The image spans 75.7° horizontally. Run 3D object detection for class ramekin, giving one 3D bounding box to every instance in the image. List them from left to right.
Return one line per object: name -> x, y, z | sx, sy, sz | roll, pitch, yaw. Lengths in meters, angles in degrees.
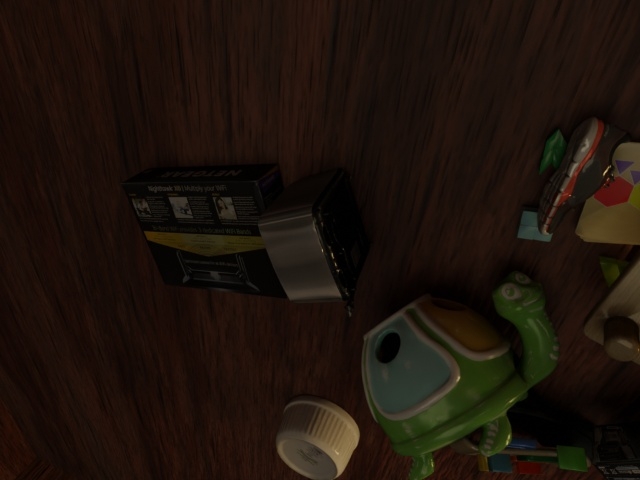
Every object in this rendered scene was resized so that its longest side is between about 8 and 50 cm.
ramekin -> -0.015, 0.503, 1.038 | 0.206, 0.109, 0.207 | 12, 125, 18

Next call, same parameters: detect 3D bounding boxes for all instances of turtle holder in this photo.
turtle holder -> 0.202, 0.201, 0.660 | 0.228, 0.243, 0.320 | 57, 144, 17

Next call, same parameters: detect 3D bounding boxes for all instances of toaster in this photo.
toaster -> 0.000, 0.000, 0.657 | 0.110, 0.186, 0.168 | -10, 117, 24

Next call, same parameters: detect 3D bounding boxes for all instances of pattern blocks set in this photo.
pattern blocks set -> 0.439, -0.053, 0.519 | 0.324, 0.026, 0.286 | 17, 126, 14

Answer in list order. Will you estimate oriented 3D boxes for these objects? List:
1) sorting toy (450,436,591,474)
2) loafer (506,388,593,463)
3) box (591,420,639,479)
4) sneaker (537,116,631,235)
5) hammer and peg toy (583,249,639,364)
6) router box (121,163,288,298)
sorting toy -> 0.344, 0.393, 0.737 | 0.195, 0.047, 0.348 | 3, 152, 10
loafer -> 0.420, 0.346, 0.754 | 0.223, 0.078, 0.076 | 33, 129, 2
box -> 0.599, 0.350, 0.562 | 0.242, 0.076, 0.307 | 47, 136, -3
sneaker -> 0.325, -0.068, 0.510 | 0.064, 0.061, 0.158 | 16, 127, 8
hammer and peg toy -> 0.498, 0.037, 0.418 | 0.265, 0.127, 0.362 | 31, 125, 21
router box -> -0.206, -0.018, 0.804 | 0.308, 0.081, 0.243 | 3, 122, 23
